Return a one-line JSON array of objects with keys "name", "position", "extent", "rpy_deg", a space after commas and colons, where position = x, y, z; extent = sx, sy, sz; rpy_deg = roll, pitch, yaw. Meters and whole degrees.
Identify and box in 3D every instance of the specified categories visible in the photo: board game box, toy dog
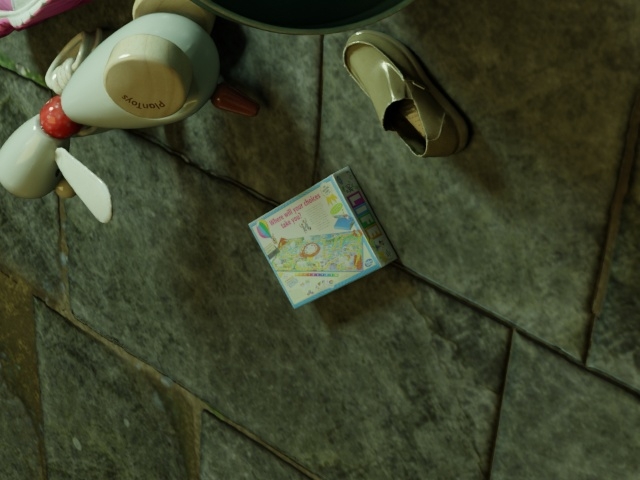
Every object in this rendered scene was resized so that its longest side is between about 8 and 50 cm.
[{"name": "board game box", "position": [0.000, 0.000, 1.362], "extent": [0.154, 0.026, 0.103], "rpy_deg": [-28, 91, 50]}, {"name": "toy dog", "position": [-0.189, -0.128, 1.388], "extent": [0.161, 0.220, 0.333], "rpy_deg": [37, 153, -21]}]

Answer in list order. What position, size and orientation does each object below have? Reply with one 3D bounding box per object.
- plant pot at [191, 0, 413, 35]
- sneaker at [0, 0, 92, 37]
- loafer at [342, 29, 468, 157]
[{"name": "plant pot", "position": [-0.040, -0.302, 1.067], "extent": [0.293, 0.293, 0.196], "rpy_deg": [69, 165, -9]}, {"name": "sneaker", "position": [-0.327, -0.293, 1.475], "extent": [0.252, 0.103, 0.111], "rpy_deg": [-8, 107, 47]}, {"name": "loafer", "position": [0.069, -0.130, 1.197], "extent": [0.148, 0.050, 0.056], "rpy_deg": [45, 137, 18]}]
